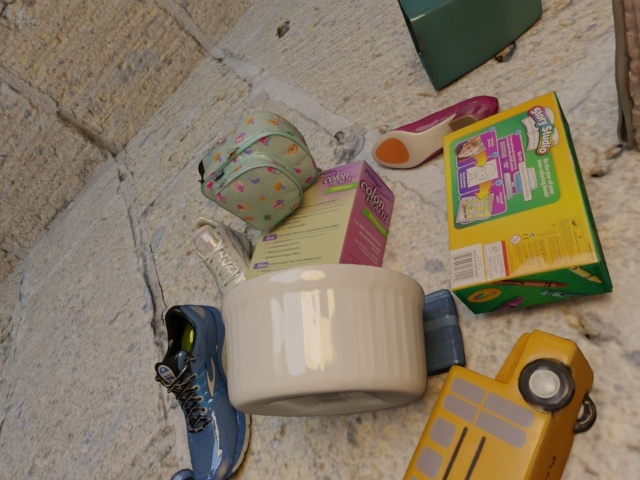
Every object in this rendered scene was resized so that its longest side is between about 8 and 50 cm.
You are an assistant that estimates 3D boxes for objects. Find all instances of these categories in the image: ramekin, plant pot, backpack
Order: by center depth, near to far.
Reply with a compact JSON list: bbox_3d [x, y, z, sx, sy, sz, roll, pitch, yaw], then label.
[{"bbox_3d":[0.007,0.147,0.582,0.277,0.277,0.135,-21,57,30],"label":"ramekin"},{"bbox_3d":[-0.103,-0.122,0.786,0.188,0.166,0.144,-44,41,13],"label":"backpack"},{"bbox_3d":[0.296,-0.454,0.874,0.234,0.165,0.165,-22,46,18],"label":"plant pot"}]

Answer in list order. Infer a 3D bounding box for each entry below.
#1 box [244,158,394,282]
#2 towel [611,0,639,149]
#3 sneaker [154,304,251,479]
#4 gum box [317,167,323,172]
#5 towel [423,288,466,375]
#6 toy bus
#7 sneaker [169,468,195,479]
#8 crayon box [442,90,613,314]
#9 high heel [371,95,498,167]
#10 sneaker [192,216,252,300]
[{"bbox_3d":[0.000,0.000,0.818,0.214,0.117,0.242,-9,55,38],"label":"box"},{"bbox_3d":[0.441,-0.306,0.486,0.317,0.332,0.053,-49,46,2],"label":"towel"},{"bbox_3d":[-0.226,0.261,0.779,0.130,0.147,0.329,-33,56,20],"label":"sneaker"},{"bbox_3d":[-0.087,-0.102,1.037,0.184,0.041,0.156,14,70,48],"label":"gum box"},{"bbox_3d":[0.167,0.130,0.630,0.067,0.029,0.119,-24,45,28],"label":"towel"},{"bbox_3d":[0.172,0.255,0.468,0.130,0.108,0.332,13,69,49],"label":"toy bus"},{"bbox_3d":[-0.237,0.457,0.730,0.059,0.053,0.144,1,69,44],"label":"sneaker"},{"bbox_3d":[0.263,-0.053,0.598,0.165,0.081,0.278,-18,50,34],"label":"crayon box"},{"bbox_3d":[0.211,-0.209,0.840,0.244,0.082,0.117,-18,18,49],"label":"high heel"},{"bbox_3d":[-0.206,0.056,0.936,0.114,0.152,0.305,-44,41,5],"label":"sneaker"}]
